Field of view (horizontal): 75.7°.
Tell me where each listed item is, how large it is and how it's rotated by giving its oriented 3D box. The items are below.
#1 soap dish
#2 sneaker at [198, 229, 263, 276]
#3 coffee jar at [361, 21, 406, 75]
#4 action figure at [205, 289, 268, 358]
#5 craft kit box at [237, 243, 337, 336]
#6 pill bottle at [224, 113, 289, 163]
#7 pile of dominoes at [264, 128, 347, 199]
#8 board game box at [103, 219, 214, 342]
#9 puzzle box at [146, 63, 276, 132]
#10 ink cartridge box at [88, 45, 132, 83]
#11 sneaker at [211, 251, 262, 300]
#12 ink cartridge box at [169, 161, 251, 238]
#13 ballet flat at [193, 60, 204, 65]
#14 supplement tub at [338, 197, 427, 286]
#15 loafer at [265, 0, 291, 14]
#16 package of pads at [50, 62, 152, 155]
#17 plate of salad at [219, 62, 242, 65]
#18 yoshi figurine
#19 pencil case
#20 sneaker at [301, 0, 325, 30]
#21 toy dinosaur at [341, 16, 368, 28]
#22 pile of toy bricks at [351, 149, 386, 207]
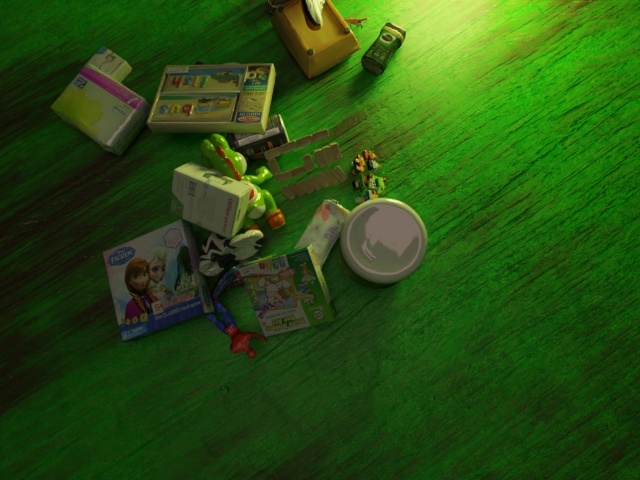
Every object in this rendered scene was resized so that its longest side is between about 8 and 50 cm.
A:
[{"bbox_3d":[-0.021,-0.777,1.524,0.228,0.118,0.291,-31,79,-4],"label":"soap dish"},{"bbox_3d":[-0.299,0.000,1.343,0.235,0.094,0.153,-35,47,15],"label":"sneaker"},{"bbox_3d":[0.235,-0.710,1.521,0.096,0.079,0.184,33,83,11],"label":"coffee jar"},{"bbox_3d":[-0.283,0.289,1.354,0.091,0.139,0.280,-47,59,-4],"label":"action figure"},{"bbox_3d":[-0.105,0.161,1.305,0.249,0.061,0.247,-18,103,17],"label":"craft kit box"},{"bbox_3d":[-0.238,-0.345,1.443,0.245,0.130,0.131,-19,79,-1],"label":"pill bottle"},{"bbox_3d":[-0.048,-0.264,1.448,0.251,0.040,0.196,-21,109,-1],"label":"pile of dominoes"},{"bbox_3d":[-0.539,0.134,1.358,0.318,0.066,0.318,-21,78,11],"label":"board game box"},{"bbox_3d":[-0.373,-0.494,1.429,0.408,0.052,0.272,2,66,8],"label":"puzzle box"},{"bbox_3d":[-0.796,-0.664,1.562,0.122,0.052,0.089,35,82,7],"label":"ink cartridge box"},{"bbox_3d":[-0.270,0.120,1.365,0.087,0.083,0.221,47,69,-7],"label":"sneaker"},{"bbox_3d":[-0.332,-0.121,1.240,0.212,0.093,0.154,23,121,8],"label":"ink cartridge box"},{"bbox_3d":[-0.476,-0.587,1.546,0.057,0.049,0.173,24,88,8],"label":"ballet flat"},{"bbox_3d":[0.176,0.025,1.256,0.240,0.331,0.241,0,79,1],"label":"supplement tub"},{"bbox_3d":[-0.099,-0.956,1.575,0.251,0.087,0.094,-29,80,-4],"label":"loafer"},{"bbox_3d":[-0.792,-0.474,1.501,0.296,0.101,0.229,32,82,8],"label":"package of pads"},{"bbox_3d":[-0.338,-0.578,1.532,0.199,0.048,0.200,0,79,2],"label":"plate of salad"},{"bbox_3d":[-0.274,-0.183,1.365,0.203,0.204,0.362,-13,119,32],"label":"yoshi figurine"},{"bbox_3d":[0.000,0.000,1.377,0.124,0.113,0.273,30,82,23],"label":"pencil case"},{"bbox_3d":[-0.011,-0.859,1.433,0.121,0.099,0.263,-12,79,-5],"label":"sneaker"},{"bbox_3d":[0.122,-0.834,1.558,0.082,0.090,0.047,14,61,-27],"label":"toy dinosaur"},{"bbox_3d":[0.182,-0.203,1.425,0.105,0.118,0.212,6,67,-29],"label":"pile of toy bricks"}]
